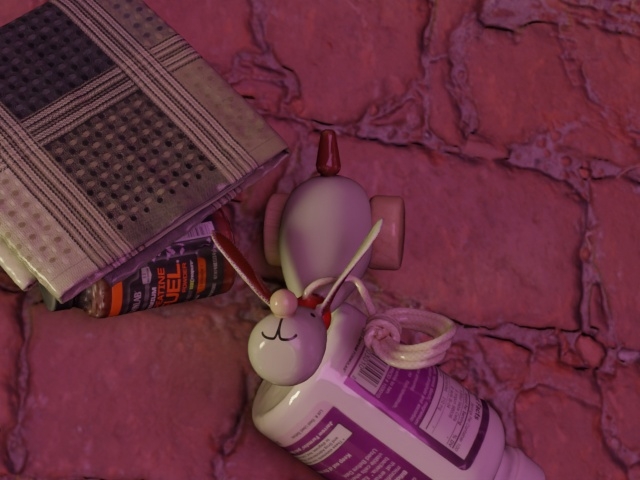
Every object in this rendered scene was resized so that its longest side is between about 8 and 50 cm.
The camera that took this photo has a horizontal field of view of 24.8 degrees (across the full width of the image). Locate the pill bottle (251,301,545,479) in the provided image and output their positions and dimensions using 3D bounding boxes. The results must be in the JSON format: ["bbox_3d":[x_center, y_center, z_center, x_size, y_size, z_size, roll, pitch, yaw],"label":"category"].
[{"bbox_3d":[0.090,0.213,1.573,0.301,0.169,0.169,37,68,-12],"label":"pill bottle"}]

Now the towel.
[{"bbox_3d":[-0.243,-0.110,1.508,0.312,0.056,0.324,-34,68,-27],"label":"towel"}]

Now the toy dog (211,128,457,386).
[{"bbox_3d":[0.000,0.000,1.483,0.220,0.333,0.161,-9,115,-7],"label":"toy dog"}]

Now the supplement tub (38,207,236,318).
[{"bbox_3d":[-0.194,0.023,1.527,0.198,0.106,0.106,-11,84,-23],"label":"supplement tub"}]
